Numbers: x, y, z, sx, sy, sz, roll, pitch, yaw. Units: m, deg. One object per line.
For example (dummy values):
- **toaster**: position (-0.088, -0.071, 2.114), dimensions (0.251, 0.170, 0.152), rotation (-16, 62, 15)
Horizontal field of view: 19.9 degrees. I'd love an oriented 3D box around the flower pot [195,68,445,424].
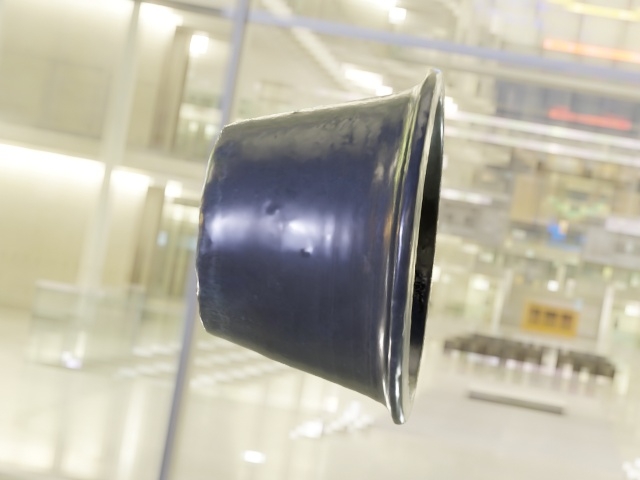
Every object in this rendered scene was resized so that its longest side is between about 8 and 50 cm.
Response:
- **flower pot**: position (0.000, 0.000, 1.212), dimensions (0.148, 0.235, 0.235), rotation (5, -2, 8)
